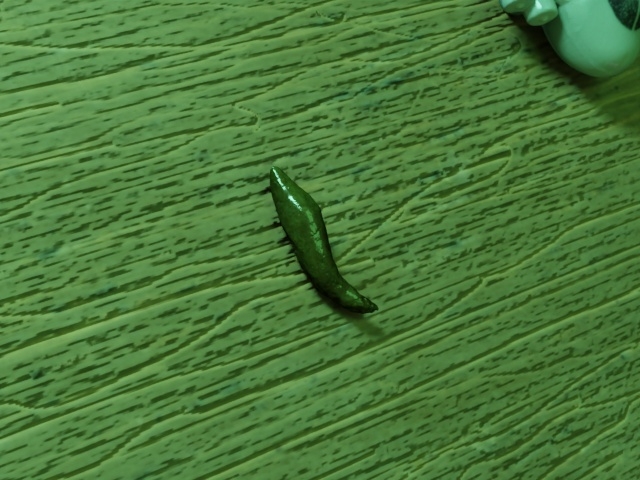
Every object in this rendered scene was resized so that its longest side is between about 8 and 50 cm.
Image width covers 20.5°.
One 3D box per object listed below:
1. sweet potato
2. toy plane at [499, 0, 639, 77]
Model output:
[{"bbox_3d":[-0.005,0.004,1.514,0.041,0.038,0.153,-32,91,-20],"label":"sweet potato"},{"bbox_3d":[0.267,-0.294,1.819,0.267,0.122,0.267,15,62,-31],"label":"toy plane"}]
